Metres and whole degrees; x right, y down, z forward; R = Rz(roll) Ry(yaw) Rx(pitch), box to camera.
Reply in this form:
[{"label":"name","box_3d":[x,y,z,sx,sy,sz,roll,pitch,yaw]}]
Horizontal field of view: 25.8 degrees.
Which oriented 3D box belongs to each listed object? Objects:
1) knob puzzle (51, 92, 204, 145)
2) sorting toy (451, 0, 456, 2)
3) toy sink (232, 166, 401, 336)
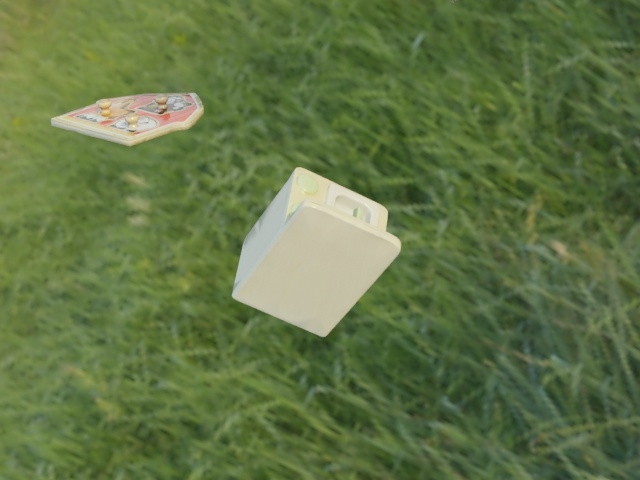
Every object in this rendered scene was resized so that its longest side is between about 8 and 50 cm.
[{"label":"knob puzzle","box_3d":[-0.249,-0.186,1.958,0.213,0.213,0.030,-124,28,-65]},{"label":"sorting toy","box_3d":[0.077,-0.449,1.762,0.089,0.255,0.257,-46,65,8]},{"label":"toy sink","box_3d":[0.000,0.000,1.952,0.234,0.153,0.131,-52,20,44]}]
